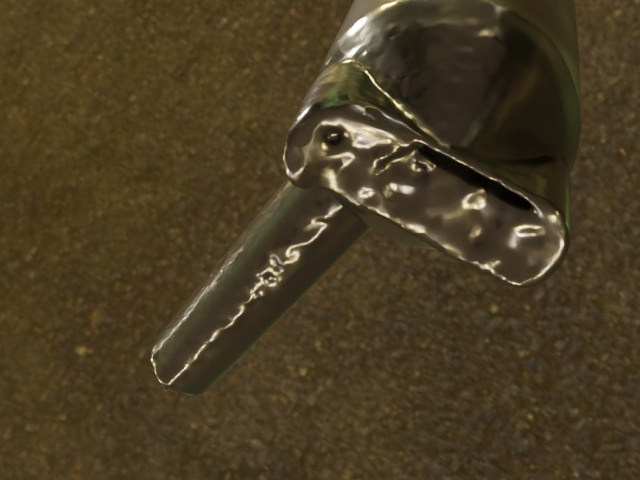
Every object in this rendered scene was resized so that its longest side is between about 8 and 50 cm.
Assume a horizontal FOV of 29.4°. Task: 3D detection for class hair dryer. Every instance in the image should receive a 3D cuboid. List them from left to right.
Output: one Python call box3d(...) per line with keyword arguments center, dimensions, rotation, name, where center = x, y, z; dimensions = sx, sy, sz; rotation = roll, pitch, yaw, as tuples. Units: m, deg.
box3d(center=(0.000, 0.000, 0.574), dimensions=(0.302, 0.116, 0.244), rotation=(-49, 7, 27), name="hair dryer")
